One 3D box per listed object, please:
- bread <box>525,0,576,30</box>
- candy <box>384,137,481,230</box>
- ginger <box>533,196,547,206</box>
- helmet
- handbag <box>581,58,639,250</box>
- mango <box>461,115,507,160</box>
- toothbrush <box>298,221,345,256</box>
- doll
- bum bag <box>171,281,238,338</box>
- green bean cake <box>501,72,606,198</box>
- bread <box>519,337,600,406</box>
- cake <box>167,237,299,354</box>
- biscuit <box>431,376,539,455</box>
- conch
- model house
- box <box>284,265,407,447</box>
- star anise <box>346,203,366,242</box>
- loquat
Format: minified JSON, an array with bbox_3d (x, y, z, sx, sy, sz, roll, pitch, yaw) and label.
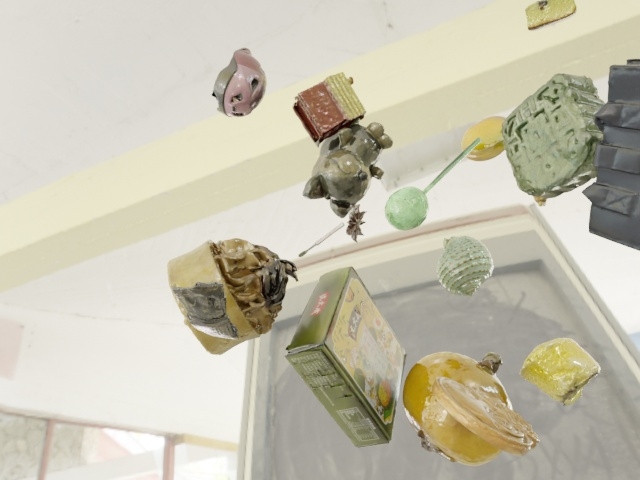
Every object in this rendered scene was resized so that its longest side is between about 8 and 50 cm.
[{"bbox_3d":[0.464,-0.459,0.927,0.088,0.049,0.226,-13,16,30],"label":"bread"},{"bbox_3d":[0.349,-0.184,1.353,0.440,0.119,0.119,-41,-22,-23],"label":"candy"},{"bbox_3d":[0.757,-0.200,1.582,0.193,0.176,0.052,2,-3,-40],"label":"ginger"},{"bbox_3d":[-0.262,-0.536,1.612,0.154,0.253,0.198,31,-31,15],"label":"helmet"},{"bbox_3d":[0.580,-0.116,0.696,0.122,0.329,0.303,-22,-61,-25],"label":"handbag"},{"bbox_3d":[0.622,-0.375,1.694,0.119,0.176,0.317,35,-5,-16],"label":"mango"},{"bbox_3d":[0.001,0.000,1.538,0.194,0.014,0.017,-36,-13,15],"label":"toothbrush"},{"bbox_3d":[0.093,-0.275,1.828,0.252,0.382,0.378,37,-5,-11],"label":"doll"},{"bbox_3d":[-0.238,0.151,0.972,0.102,0.069,0.248,-7,-37,-5],"label":"bum bag"},{"bbox_3d":[0.524,-0.223,1.017,0.125,0.227,0.222,-1,-22,-26],"label":"green bean cake"},{"bbox_3d":[0.725,0.392,1.405,0.197,0.170,0.197,-23,-42,-23],"label":"bread"},{"bbox_3d":[-0.225,0.125,1.319,0.321,0.332,0.332,-28,-31,-6],"label":"cake"},{"bbox_3d":[0.331,0.339,0.903,0.289,0.202,0.044,24,-83,-42],"label":"biscuit"},{"bbox_3d":[0.438,0.073,1.429,0.172,0.200,0.131,-27,-9,22],"label":"conch"},{"bbox_3d":[0.047,-0.514,1.779,0.254,0.196,0.160,-32,-1,-3],"label":"model house"},{"bbox_3d":[0.102,0.351,1.434,0.138,0.373,0.420,-20,-67,29],"label":"box"},{"bbox_3d":[0.128,-0.063,1.681,0.042,0.141,0.141,12,-20,32],"label":"star anise"},{"bbox_3d":[0.416,0.472,1.372,0.359,0.328,0.328,-48,-32,-11],"label":"loquat"}]
